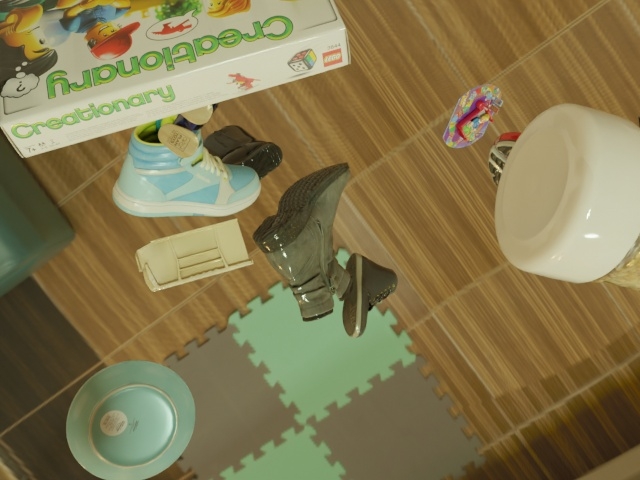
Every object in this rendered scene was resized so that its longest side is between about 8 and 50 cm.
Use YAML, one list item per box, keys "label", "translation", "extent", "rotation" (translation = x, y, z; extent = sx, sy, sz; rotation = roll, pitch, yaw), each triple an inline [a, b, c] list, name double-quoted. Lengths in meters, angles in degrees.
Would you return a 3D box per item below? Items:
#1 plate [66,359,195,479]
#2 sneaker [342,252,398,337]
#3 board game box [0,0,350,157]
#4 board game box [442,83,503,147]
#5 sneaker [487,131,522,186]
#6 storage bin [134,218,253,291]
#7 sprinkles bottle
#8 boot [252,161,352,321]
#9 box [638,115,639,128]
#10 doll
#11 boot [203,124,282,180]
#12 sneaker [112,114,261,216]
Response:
- label: "plate"
  translation: [-0.275, 0.270, 1.073]
  extent: [0.188, 0.024, 0.188]
  rotation: [-3, 99, -21]
- label: "sneaker"
  translation: [0.121, 0.133, 1.682]
  extent: [0.118, 0.222, 0.083]
  rotation: [18, 141, -16]
- label: "board game box"
  translation: [-0.145, -0.203, 0.681]
  extent: [0.305, 0.053, 0.193]
  rotation: [-17, 59, -3]
- label: "board game box"
  translation: [0.353, -0.272, 1.653]
  extent: [0.133, 0.033, 0.168]
  rotation: [-9, 135, -33]
- label: "sneaker"
  translation: [0.333, -0.083, 0.869]
  extent: [0.279, 0.107, 0.118]
  rotation: [15, 60, -3]
- label: "storage bin"
  translation: [-0.335, 0.045, 1.882]
  extent: [0.260, 0.262, 0.123]
  rotation: [-16, 90, -16]
- label: "sprinkles bottle"
  translation: [0.314, -0.002, 0.549]
  extent: [0.355, 0.121, 0.121]
  rotation: [12, 104, -15]
- label: "boot"
  translation: [0.000, 0.000, 1.092]
  extent: [0.083, 0.246, 0.161]
  rotation: [-13, 117, 37]
- label: "box"
  translation: [0.507, -0.147, 1.060]
  extent: [0.062, 0.052, 0.083]
  rotation: [-16, 101, -29]
- label: "doll"
  translation: [-0.128, -0.147, 0.778]
  extent: [0.046, 0.189, 0.129]
  rotation: [25, 115, -9]
- label: "boot"
  translation: [-0.240, -0.188, 1.799]
  extent: [0.246, 0.207, 0.094]
  rotation: [-37, 129, -22]
- label: "sneaker"
  translation: [-0.235, -0.158, 1.428]
  extent: [0.127, 0.319, 0.208]
  rotation: [47, 131, 35]
